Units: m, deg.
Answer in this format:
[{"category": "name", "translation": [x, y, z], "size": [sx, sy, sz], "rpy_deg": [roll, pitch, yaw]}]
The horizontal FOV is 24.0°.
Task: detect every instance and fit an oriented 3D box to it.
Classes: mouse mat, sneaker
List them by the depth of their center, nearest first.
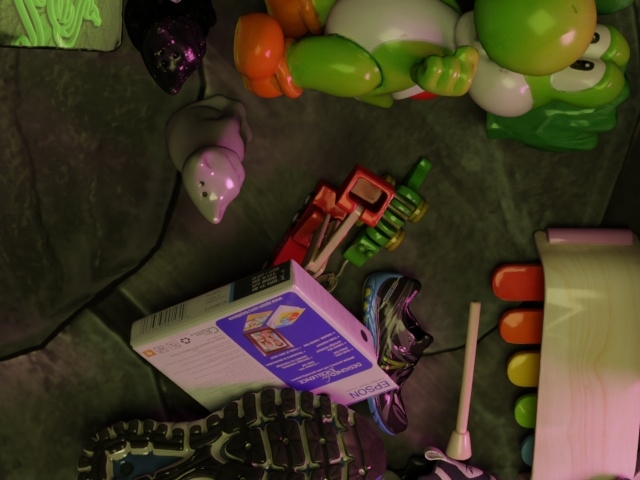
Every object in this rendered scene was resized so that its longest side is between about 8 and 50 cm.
[{"category": "mouse mat", "translation": [-0.272, -0.284, 1.504], "size": [0.153, 0.007, 0.189], "rpy_deg": [2, 109, -5]}, {"category": "sneaker", "translation": [-0.087, 0.247, 1.630], "size": [0.330, 0.129, 0.147], "rpy_deg": [-6, 153, 14]}, {"category": "sneaker", "translation": [0.084, 0.126, 1.636], "size": [0.078, 0.067, 0.188], "rpy_deg": [0, 106, 2]}, {"category": "sneaker", "translation": [0.089, 0.330, 1.692], "size": [0.153, 0.094, 0.235], "rpy_deg": [40, 101, -14]}]

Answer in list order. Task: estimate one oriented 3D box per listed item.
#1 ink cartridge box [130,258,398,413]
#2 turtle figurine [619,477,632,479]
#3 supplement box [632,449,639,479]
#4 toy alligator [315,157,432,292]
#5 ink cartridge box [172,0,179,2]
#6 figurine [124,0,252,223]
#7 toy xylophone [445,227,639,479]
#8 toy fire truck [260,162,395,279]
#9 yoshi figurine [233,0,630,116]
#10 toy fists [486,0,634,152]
[{"category": "ink cartridge box", "translation": [-0.056, 0.120, 1.587], "size": [0.206, 0.045, 0.208], "rpy_deg": [-22, 133, 24]}, {"category": "turtle figurine", "translation": [0.255, 0.354, 1.665], "size": [0.118, 0.175, 0.234], "rpy_deg": [42, 123, -9]}, {"category": "supplement box", "translation": [0.385, 0.270, 1.724], "size": [0.062, 0.036, 0.098], "rpy_deg": [40, 101, -15]}, {"category": "toy alligator", "translation": [0.057, -0.007, 1.598], "size": [0.056, 0.051, 0.189], "rpy_deg": [36, 102, -14]}, {"category": "ink cartridge box", "translation": [-0.228, -0.370, 1.392], "size": [0.311, 0.185, 0.065], "rpy_deg": [30, 144, -15]}, {"category": "figurine", "translation": [-0.126, -0.135, 1.458], "size": [0.092, 0.209, 0.214], "rpy_deg": [-16, 109, 1]}, {"category": "toy xylophone", "translation": [0.258, 0.139, 1.646], "size": [0.236, 0.081, 0.322], "rpy_deg": [7, 108, -7]}, {"category": "toy fire truck", "translation": [0.000, 0.000, 1.551], "size": [0.047, 0.135, 0.192], "rpy_deg": [30, 103, -13]}, {"category": "yoshi figurine", "translation": [0.107, -0.209, 1.408], "size": [0.362, 0.203, 0.203], "rpy_deg": [8, 103, 12]}, {"category": "toy fists", "translation": [0.247, -0.224, 1.518], "size": [0.142, 0.096, 0.279], "rpy_deg": [6, 108, 10]}]
